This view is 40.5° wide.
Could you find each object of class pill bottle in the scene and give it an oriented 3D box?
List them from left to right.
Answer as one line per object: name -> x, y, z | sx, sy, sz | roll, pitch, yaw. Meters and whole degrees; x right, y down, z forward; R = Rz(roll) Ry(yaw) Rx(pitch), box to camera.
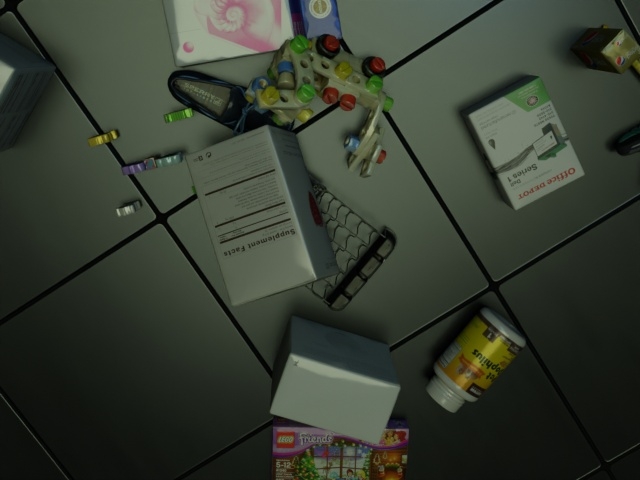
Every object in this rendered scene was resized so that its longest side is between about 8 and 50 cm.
pill bottle -> 0.318, 0.252, 1.805 | 0.117, 0.117, 0.215 | 37, 99, -10

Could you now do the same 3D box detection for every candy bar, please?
candy bar -> 0.612, -0.364, 1.712 | 0.161, 0.040, 0.018 | 45, 126, -11

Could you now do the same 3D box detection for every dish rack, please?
dish rack -> 0.000, 0.000, 1.761 | 0.272, 0.074, 0.208 | 38, 98, -8

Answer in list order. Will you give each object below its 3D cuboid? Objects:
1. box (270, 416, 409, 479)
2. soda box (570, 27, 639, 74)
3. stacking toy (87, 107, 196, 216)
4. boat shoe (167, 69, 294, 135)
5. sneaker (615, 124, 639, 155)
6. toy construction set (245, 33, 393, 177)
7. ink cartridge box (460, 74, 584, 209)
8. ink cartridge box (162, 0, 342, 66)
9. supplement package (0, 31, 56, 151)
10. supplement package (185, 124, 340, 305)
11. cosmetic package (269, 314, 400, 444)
box -> 0.039, 0.487, 1.880 | 0.294, 0.057, 0.200 | 1, 102, -2
soda box -> 0.538, -0.360, 1.636 | 0.061, 0.181, 0.058 | 42, 99, -11
stacking toy -> -0.330, -0.151, 1.699 | 0.221, 0.052, 0.166 | -13, 104, 15
boat shoe -> -0.178, -0.254, 1.683 | 0.259, 0.089, 0.108 | 14, 102, -5
sneaker -> 0.707, -0.201, 1.733 | 0.224, 0.083, 0.098 | -25, 108, 3
toy construction set -> 0.021, -0.263, 1.626 | 0.328, 0.214, 0.151 | 30, 145, -34
ink cartridge box -> 0.401, -0.192, 1.716 | 0.160, 0.092, 0.219 | -28, 102, 5
ink cartridge box -> -0.143, -0.514, 1.636 | 0.330, 0.071, 0.323 | -10, 103, 2
supplement package -> -0.645, -0.283, 1.570 | 0.199, 0.262, 0.198 | 31, 100, -8
supplement package -> -0.104, -0.045, 1.627 | 0.175, 0.177, 0.292 | -19, 87, 15
cosmetic package -> 0.025, 0.277, 1.745 | 0.224, 0.224, 0.138 | 18, 102, -5
